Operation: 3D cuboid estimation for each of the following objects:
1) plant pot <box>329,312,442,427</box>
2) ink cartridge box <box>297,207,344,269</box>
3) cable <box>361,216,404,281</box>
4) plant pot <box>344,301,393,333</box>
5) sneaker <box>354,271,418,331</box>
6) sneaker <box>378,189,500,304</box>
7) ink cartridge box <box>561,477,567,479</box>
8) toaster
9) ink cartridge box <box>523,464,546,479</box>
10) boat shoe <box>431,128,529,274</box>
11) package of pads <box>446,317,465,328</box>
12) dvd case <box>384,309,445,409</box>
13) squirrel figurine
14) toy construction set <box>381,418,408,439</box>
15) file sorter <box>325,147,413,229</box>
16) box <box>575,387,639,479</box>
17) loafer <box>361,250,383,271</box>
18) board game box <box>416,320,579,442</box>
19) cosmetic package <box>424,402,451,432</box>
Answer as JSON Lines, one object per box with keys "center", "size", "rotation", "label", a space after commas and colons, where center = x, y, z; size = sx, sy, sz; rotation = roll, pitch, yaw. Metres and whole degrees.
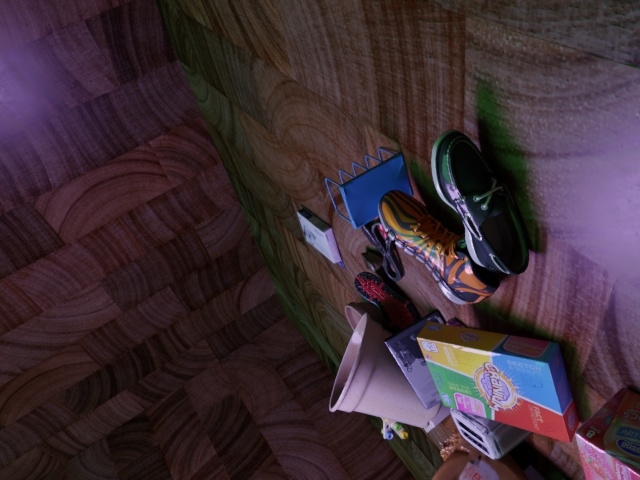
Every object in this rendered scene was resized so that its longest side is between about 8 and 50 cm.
{"center": [0.230, 0.444, 1.572], "size": [0.305, 0.334, 0.334], "rotation": [21, 160, 2], "label": "plant pot"}
{"center": [0.000, 0.000, 1.979], "size": [0.223, 0.045, 0.224], "rotation": [38, 155, 50], "label": "ink cartridge box"}
{"center": [0.199, 0.005, 1.426], "size": [0.139, 0.072, 0.287], "rotation": [2, 137, 51], "label": "cable"}
{"center": [0.203, 0.321, 1.853], "size": [0.237, 0.109, 0.237], "rotation": [51, 162, 24], "label": "plant pot"}
{"center": [0.232, 0.199, 1.617], "size": [0.262, 0.104, 0.125], "rotation": [47, -170, 13], "label": "sneaker"}
{"center": [0.271, -0.009, 1.051], "size": [0.321, 0.124, 0.180], "rotation": [46, 159, 4], "label": "sneaker"}
{"center": [0.660, 0.735, 1.260], "size": [0.181, 0.104, 0.061], "rotation": [59, 165, -7], "label": "ink cartridge box"}
{"center": [0.462, 0.484, 1.308], "size": [0.129, 0.146, 0.227], "rotation": [62, 164, -18], "label": "toaster"}
{"center": [0.634, 0.735, 1.435], "size": [0.088, 0.052, 0.122], "rotation": [44, 160, 40], "label": "ink cartridge box"}
{"center": [0.296, -0.064, 0.866], "size": [0.302, 0.114, 0.091], "rotation": [53, 169, -28], "label": "boat shoe"}
{"center": [0.380, 0.259, 1.344], "size": [0.050, 0.032, 0.083], "rotation": [36, 153, 51], "label": "package of pads"}
{"center": [0.324, 0.352, 1.423], "size": [0.239, 0.179, 0.029], "rotation": [59, -176, -2], "label": "dvd case"}
{"center": [0.495, 0.747, 1.442], "size": [0.397, 0.281, 0.370], "rotation": [-81, -29, -47], "label": "squirrel figurine"}
{"center": [0.303, 0.650, 1.974], "size": [0.151, 0.215, 0.328], "rotation": [35, 152, 53], "label": "toy construction set"}
{"center": [0.114, -0.132, 1.166], "size": [0.104, 0.170, 0.118], "rotation": [42, 158, 55], "label": "file sorter"}
{"center": [0.584, 0.438, 0.861], "size": [0.154, 0.142, 0.300], "rotation": [30, 148, 61], "label": "box"}
{"center": [0.172, 0.067, 1.587], "size": [0.148, 0.050, 0.056], "rotation": [-120, 6, -74], "label": "loafer"}
{"center": [0.405, 0.320, 1.130], "size": [0.316, 0.064, 0.242], "rotation": [1, 124, 47], "label": "board game box"}
{"center": [0.349, 0.528, 1.764], "size": [0.296, 0.129, 0.153], "rotation": [50, 162, 26], "label": "cosmetic package"}
